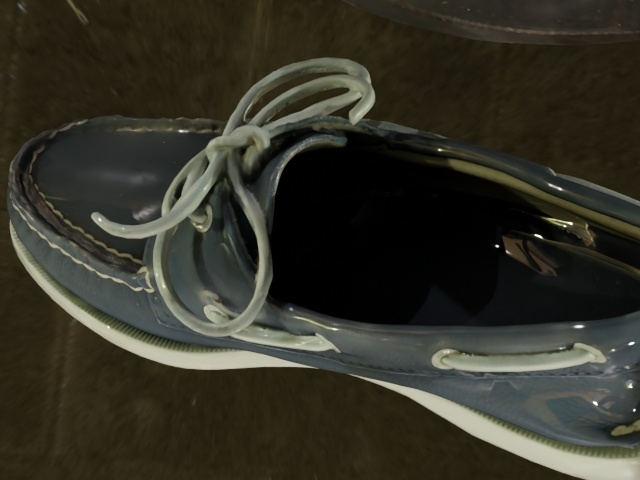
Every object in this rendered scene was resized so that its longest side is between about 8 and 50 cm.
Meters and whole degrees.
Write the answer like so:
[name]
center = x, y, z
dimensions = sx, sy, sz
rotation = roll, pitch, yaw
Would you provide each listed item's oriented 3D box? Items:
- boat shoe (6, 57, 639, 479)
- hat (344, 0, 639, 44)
[boat shoe]
center = 0.000, 0.000, 0.474
dimensions = 0.254, 0.079, 0.095
rotation = 21, 63, 32
[hat]
center = 0.091, -0.182, 0.445
dimensions = 0.331, 0.331, 0.134
rotation = 8, 71, -3
